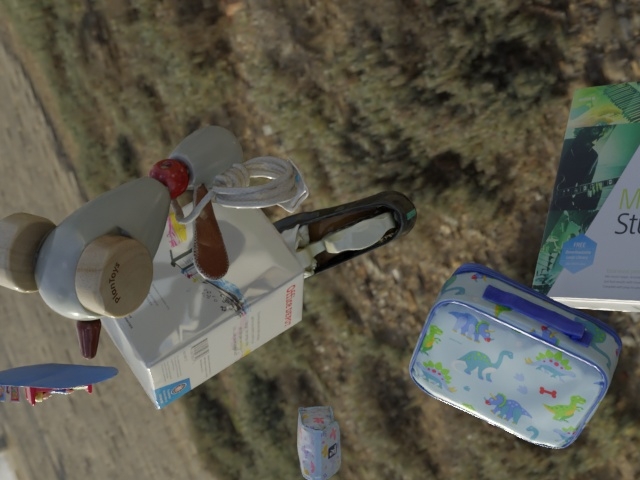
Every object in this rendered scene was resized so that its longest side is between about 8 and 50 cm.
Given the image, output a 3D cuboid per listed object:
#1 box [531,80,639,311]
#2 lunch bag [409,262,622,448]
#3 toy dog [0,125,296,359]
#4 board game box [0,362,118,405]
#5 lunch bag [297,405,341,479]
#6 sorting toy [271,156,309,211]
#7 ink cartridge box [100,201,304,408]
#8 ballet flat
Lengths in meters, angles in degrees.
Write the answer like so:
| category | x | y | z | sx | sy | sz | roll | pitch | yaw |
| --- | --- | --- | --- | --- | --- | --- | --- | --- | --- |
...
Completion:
| category | x | y | z | sx | sy | sz | roll | pitch | yaw |
| --- | --- | --- | --- | --- | --- | --- | --- | --- | --- |
| box | 0.419 | -0.063 | 1.466 | 0.232 | 0.058 | 0.322 | 0 | 69 | 48 |
| lunch bag | 0.224 | 0.132 | 1.260 | 0.219 | 0.090 | 0.176 | 24 | 135 | 10 |
| toy dog | -0.193 | 0.009 | 1.201 | 0.220 | 0.334 | 0.161 | 33 | 137 | 43 |
| board game box | -0.344 | 0.189 | 1.409 | 0.169 | 0.133 | 0.033 | 1 | 95 | 21 |
| lunch bag | -0.002 | 0.250 | 1.343 | 0.083 | 0.053 | 0.071 | -101 | 10 | -79 |
| sorting toy | -0.052 | -0.088 | 1.908 | 0.083 | 0.045 | 0.075 | -50 | 50 | 14 |
| ink cartridge box | -0.160 | 0.069 | 1.416 | 0.168 | 0.233 | 0.171 | 53 | 161 | 20 |
| ballet flat | 0.000 | 0.000 | 1.541 | 0.096 | 0.281 | 0.095 | -73 | -41 | -77 |
